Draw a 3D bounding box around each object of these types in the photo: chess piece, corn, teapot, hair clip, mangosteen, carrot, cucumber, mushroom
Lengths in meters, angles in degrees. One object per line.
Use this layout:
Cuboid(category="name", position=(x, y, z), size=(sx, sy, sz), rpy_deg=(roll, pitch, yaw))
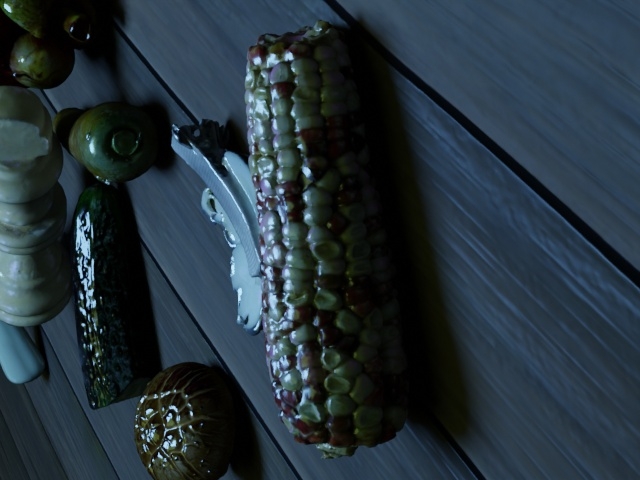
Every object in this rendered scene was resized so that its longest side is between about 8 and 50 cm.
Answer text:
Cuboid(category="chess piece", position=(-0.329, -0.034, 1.223), size=(0.397, 0.117, 0.117), rpy_deg=(112, 138, -60))
Cuboid(category="corn", position=(0.000, 0.000, 0.716), size=(0.092, 0.092, 0.280), rpy_deg=(-2, 97, 62))
Cuboid(category="teapot", position=(-0.488, 0.039, 1.572), size=(0.220, 0.149, 0.318), rpy_deg=(41, 134, 37))
Cuboid(category="hair clip", position=(-0.067, -0.019, 0.878), size=(0.172, 0.049, 0.116), rpy_deg=(62, 153, 22))
Cuboid(category="mangosteen", position=(-0.296, -0.235, 1.106), size=(0.200, 0.200, 0.199), rpy_deg=(33, 130, 53))
Cuboid(category="carrot", position=(-0.233, -0.109, 1.139), size=(0.298, 0.078, 0.078), rpy_deg=(-157, 59, -64))
Cuboid(category="cucumber", position=(-0.224, 0.059, 1.177), size=(0.074, 0.074, 0.241), rpy_deg=(9, 108, 60))
Cuboid(category="mushroom", position=(-0.125, 0.172, 1.023), size=(0.126, 0.085, 0.109), rpy_deg=(25, 122, 50))
